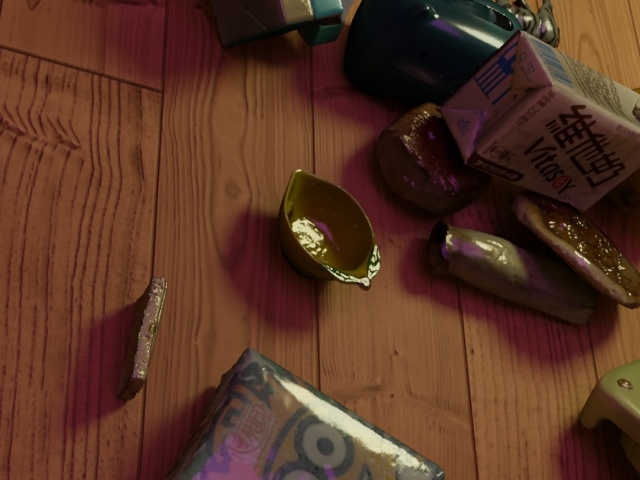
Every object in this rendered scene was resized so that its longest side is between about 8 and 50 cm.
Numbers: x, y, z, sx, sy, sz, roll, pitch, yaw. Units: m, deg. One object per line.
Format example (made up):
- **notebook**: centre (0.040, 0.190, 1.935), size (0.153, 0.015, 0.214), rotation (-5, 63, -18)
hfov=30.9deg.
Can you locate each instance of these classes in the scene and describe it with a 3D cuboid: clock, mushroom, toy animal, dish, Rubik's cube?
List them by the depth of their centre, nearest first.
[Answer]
- **dish**: centre (0.000, 0.000, 1.674), size (0.148, 0.080, 0.208), rotation (-14, 68, -40)
- **clock**: centre (0.561, 0.304, 1.734), size (0.235, 0.096, 0.308), rotation (-9, 42, -42)
- **Rubik's cube**: centre (-0.052, -0.410, 1.809), size (0.213, 0.265, 0.224), rotation (-21, 101, -36)
- **mushroom**: centre (0.302, 0.047, 1.824), size (0.312, 0.081, 0.100), rotation (19, 54, -22)
- **toy animal**: centre (0.338, -0.418, 2.136), size (0.255, 0.090, 0.170), rotation (-13, 74, -33)

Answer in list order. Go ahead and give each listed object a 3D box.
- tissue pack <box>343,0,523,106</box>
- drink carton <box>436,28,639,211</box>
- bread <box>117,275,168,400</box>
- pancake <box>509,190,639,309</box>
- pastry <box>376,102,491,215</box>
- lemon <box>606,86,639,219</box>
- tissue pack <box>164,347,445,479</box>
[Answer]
- **tissue pack**: centre (0.200, -0.322, 1.911), size (0.287, 0.206, 0.198), rotation (23, 51, -19)
- **drink carton**: centre (0.373, -0.180, 1.844), size (0.324, 0.194, 0.132), rotation (16, 43, -40)
- **bread**: centre (-0.226, 0.124, 1.468), size (0.028, 0.068, 0.154), rotation (20, 53, -17)
- **pancake**: centre (0.423, 0.011, 1.885), size (0.282, 0.049, 0.282), rotation (34, 23, -17)
- **pastry**: centre (0.181, -0.126, 1.848), size (0.182, 0.093, 0.192), rotation (50, 42, 5)
- **lemon**: centre (0.586, -0.157, 2.024), size (0.228, 0.228, 0.253), rotation (15, 46, -23)
- **tissue pack**: centre (-0.023, 0.311, 1.437), size (0.311, 0.128, 0.228), rotation (34, 50, -6)
